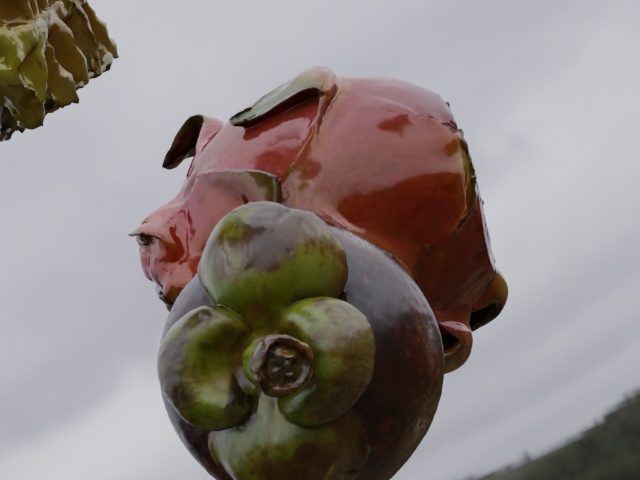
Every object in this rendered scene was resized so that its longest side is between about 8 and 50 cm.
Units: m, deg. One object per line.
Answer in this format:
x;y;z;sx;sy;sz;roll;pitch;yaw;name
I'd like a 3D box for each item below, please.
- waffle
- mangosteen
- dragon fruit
-0.172;-0.179;0.904;0.060;0.307;0.312;-16;-20;5;waffle
-0.024;0.066;0.884;0.146;0.156;0.181;-32;-8;29;mangosteen
0.005;-0.002;1.146;0.227;0.224;0.224;-21;-12;12;dragon fruit
